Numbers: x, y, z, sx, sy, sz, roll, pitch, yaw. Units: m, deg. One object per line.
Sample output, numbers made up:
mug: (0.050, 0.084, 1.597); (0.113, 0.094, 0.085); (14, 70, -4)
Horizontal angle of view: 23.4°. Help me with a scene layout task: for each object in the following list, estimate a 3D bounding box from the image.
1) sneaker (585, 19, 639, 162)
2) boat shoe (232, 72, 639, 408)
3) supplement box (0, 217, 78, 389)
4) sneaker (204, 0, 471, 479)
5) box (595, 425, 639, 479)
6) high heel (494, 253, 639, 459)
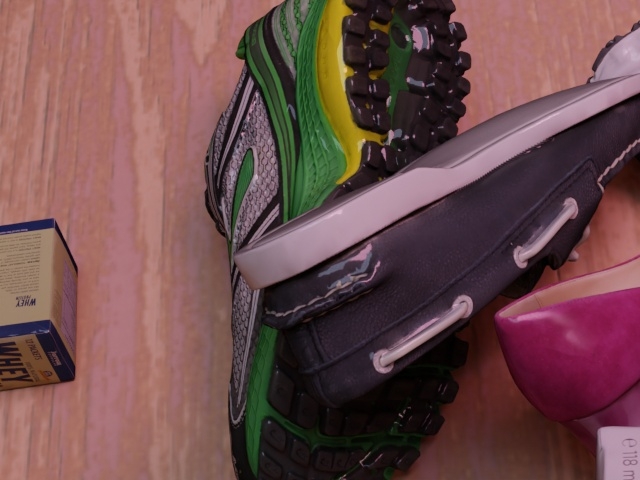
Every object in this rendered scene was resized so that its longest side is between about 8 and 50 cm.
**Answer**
sneaker: (0.297, -0.119, 0.940); (0.271, 0.100, 0.108); (-31, 65, -5)
boat shoe: (0.084, -0.009, 0.813); (0.302, 0.114, 0.091); (-27, 96, -34)
supplement box: (-0.193, 0.041, 0.930); (0.083, 0.056, 0.083); (-9, 54, 4)
sneaker: (0.000, 0.000, 0.904); (0.146, 0.134, 0.343); (-20, 52, 42)
box: (0.173, 0.198, 0.640); (0.119, 0.182, 0.181); (0, 27, 10)
high heel: (0.179, 0.002, 0.814); (0.244, 0.117, 0.082); (-50, 24, -23)
